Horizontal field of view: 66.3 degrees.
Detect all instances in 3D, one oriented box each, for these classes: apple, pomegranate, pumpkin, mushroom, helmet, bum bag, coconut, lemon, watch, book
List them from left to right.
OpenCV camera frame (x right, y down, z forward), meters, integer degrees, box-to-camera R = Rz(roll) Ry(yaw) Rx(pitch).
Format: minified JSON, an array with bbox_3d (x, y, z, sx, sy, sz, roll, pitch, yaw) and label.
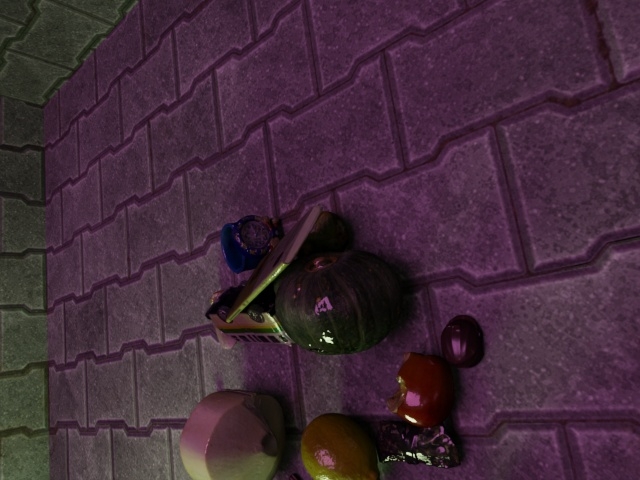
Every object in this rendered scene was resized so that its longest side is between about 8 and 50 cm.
[{"bbox_3d":[-0.327,0.274,1.690,0.097,0.088,0.212,102,148,-51],"label":"mushroom"},{"bbox_3d":[-0.250,0.595,1.457,0.323,0.323,0.322,-5,83,42],"label":"coconut"},{"bbox_3d":[-0.230,0.020,1.591,0.200,0.171,0.196,-32,66,52],"label":"watch"},{"bbox_3d":[-0.129,0.065,1.313,0.035,0.239,0.352,38,134,-10],"label":"book"},{"bbox_3d":[0.008,0.008,1.383,0.143,0.122,0.169,3,50,47],"label":"pomegranate"},{"bbox_3d":[0.038,0.150,1.243,0.328,0.292,0.257,13,123,58],"label":"pumpkin"},{"bbox_3d":[0.049,0.550,1.260,0.248,0.184,0.184,30,106,44],"label":"lemon"},{"bbox_3d":[0.224,0.490,1.185,0.248,0.069,0.102,-20,96,40],"label":"bum bag"},{"bbox_3d":[0.239,0.340,1.133,0.147,0.156,0.158,18,87,32],"label":"apple"},{"bbox_3d":[0.318,0.234,1.125,0.098,0.070,0.123,-19,74,40],"label":"helmet"}]

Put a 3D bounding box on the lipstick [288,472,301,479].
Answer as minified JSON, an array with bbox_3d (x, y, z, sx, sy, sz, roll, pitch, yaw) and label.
[{"bbox_3d":[-0.028,0.747,1.416,0.176,0.027,0.027,35,109,37],"label":"lipstick"}]

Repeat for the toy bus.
[{"bbox_3d":[-0.188,0.227,1.502,0.306,0.143,0.179,-9,123,40],"label":"toy bus"}]
